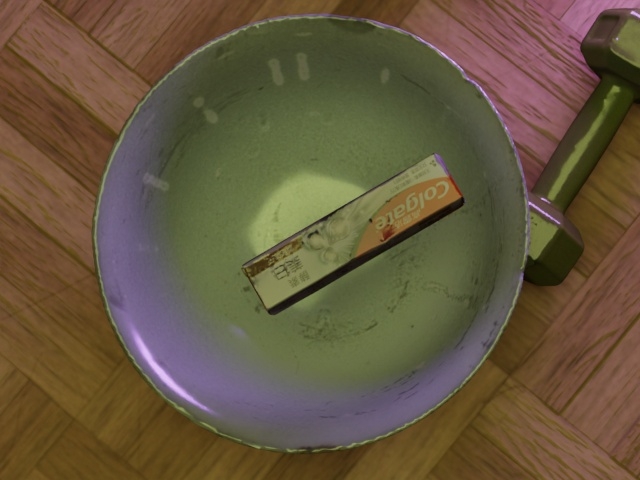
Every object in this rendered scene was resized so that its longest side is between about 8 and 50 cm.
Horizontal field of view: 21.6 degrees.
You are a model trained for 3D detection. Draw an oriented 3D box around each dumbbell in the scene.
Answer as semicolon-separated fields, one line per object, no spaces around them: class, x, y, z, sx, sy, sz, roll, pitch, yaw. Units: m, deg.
dumbbell;0.274;-0.099;1.750;0.108;0.121;0.302;34;86;-21

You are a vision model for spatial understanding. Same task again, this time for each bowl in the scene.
bowl;0.000;0.000;1.718;0.434;0.196;0.435;-1;83;8

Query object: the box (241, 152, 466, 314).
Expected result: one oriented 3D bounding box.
box;0.032;-0.006;1.596;0.218;0.039;0.055;-29;79;3
